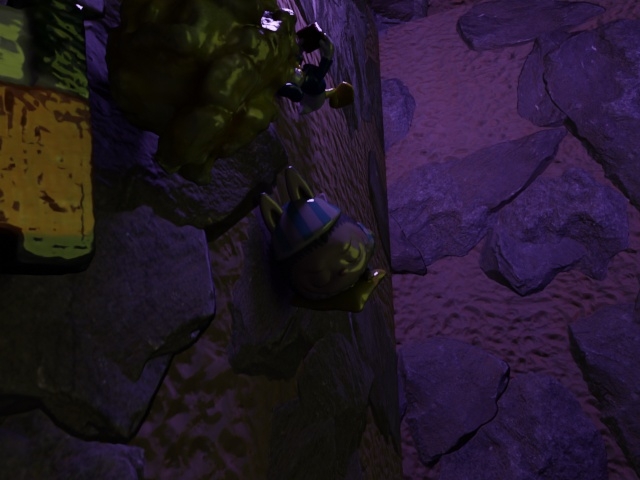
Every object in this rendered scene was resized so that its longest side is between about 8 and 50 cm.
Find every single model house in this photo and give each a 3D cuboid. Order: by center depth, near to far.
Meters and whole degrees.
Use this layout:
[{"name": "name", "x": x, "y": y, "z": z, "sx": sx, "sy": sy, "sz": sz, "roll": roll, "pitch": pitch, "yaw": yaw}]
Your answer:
[{"name": "model house", "x": -0.361, "y": -0.099, "z": 0.360, "sx": 0.300, "sy": 0.190, "sz": 0.272, "roll": 0, "pitch": 86, "yaw": -55}]

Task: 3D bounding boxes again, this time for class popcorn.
[{"name": "popcorn", "x": -0.190, "y": -0.272, "z": 0.698, "sx": 0.279, "sy": 0.274, "sz": 0.335, "roll": 46, "pitch": 65, "yaw": 3}]

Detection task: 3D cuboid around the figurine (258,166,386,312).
[{"name": "figurine", "x": 0.015, "y": -0.039, "z": 1.200, "sx": 0.361, "sy": 0.266, "sz": 0.378, "roll": -64, "pitch": 140, "yaw": -57}]

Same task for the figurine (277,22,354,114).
[{"name": "figurine", "x": -0.028, "y": -0.531, "z": 1.414, "sx": 0.338, "sy": 0.204, "sz": 0.284, "roll": -49, "pitch": 155, "yaw": -50}]
